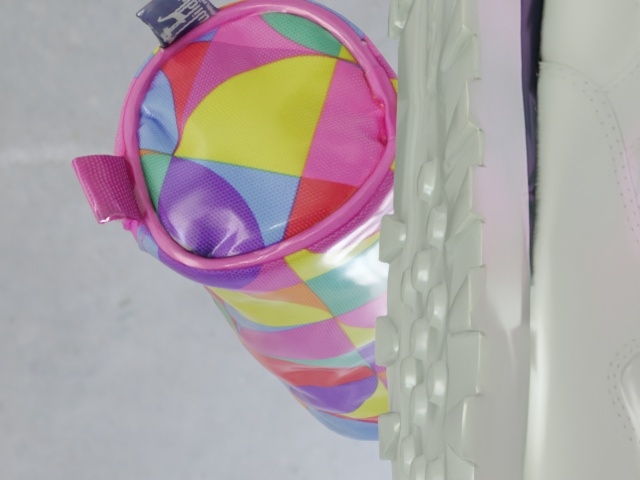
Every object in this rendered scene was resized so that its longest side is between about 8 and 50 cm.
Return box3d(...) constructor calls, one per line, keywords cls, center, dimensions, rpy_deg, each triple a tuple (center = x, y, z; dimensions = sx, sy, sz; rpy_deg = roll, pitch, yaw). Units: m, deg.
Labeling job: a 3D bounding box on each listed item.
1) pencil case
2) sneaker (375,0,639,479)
box3d(cls="pencil case", center=(0.000, 0.000, 0.691), dimensions=(0.104, 0.104, 0.236), rpy_deg=(-33, 155, 2))
box3d(cls="sneaker", center=(0.063, -0.004, 0.390), dimensions=(0.095, 0.235, 0.090), rpy_deg=(9, 161, -10))
